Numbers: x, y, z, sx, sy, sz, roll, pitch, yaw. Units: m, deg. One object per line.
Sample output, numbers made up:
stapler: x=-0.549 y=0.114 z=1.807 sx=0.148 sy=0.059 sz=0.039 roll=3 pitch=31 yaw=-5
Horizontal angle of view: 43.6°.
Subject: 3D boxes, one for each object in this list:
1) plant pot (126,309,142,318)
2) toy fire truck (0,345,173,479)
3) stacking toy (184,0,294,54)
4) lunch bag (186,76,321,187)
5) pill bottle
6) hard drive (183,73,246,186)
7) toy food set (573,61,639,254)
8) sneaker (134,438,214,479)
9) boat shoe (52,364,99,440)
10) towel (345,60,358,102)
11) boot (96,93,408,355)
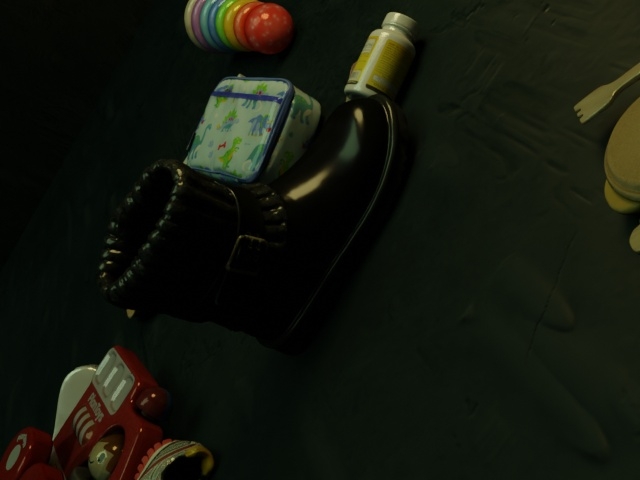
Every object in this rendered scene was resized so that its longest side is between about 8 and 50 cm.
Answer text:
plant pot: x=-0.320 y=0.026 z=1.462 sx=0.236 sy=0.033 sz=0.236 roll=-173 pitch=90 yaw=-71
toy fire truck: x=-0.309 y=0.295 z=1.124 sx=0.253 sy=0.169 sz=0.302 roll=-60 pitch=28 yaw=-4
stacking toy: x=-0.146 y=-0.408 z=1.527 sx=0.141 sy=0.141 sz=0.330 roll=-61 pitch=33 yaw=4
lunch bag: x=-0.106 y=-0.165 z=1.223 sx=0.219 sy=0.090 sz=0.176 roll=20 pitch=85 yaw=51
pill bottle: x=0.082 y=-0.226 z=1.015 sx=0.065 sy=0.065 sz=0.116 roll=18 pitch=82 yaw=63
hard drive: x=-0.200 y=-0.129 z=1.446 sx=0.318 sy=0.040 sz=0.210 roll=-54 pitch=28 yaw=16
toy food set: x=0.267 y=-0.073 z=0.595 sx=0.132 sy=0.039 sz=0.192 roll=-37 pitch=31 yaw=29
sneaker: x=-0.206 y=0.329 z=0.954 sx=0.093 sy=0.088 sz=0.225 roll=-19 pitch=32 yaw=45
boat shoe: x=-0.399 y=0.351 z=1.310 sx=0.102 sy=0.108 sz=0.301 roll=73 pitch=-153 yaw=-83
towel: x=0.059 y=-0.229 z=1.117 sx=0.060 sy=0.009 sz=0.083 roll=-28 pitch=44 yaw=47
boot: x=-0.068 y=-0.049 z=0.895 sx=0.131 sy=0.260 sz=0.347 roll=23 pitch=87 yaw=57
